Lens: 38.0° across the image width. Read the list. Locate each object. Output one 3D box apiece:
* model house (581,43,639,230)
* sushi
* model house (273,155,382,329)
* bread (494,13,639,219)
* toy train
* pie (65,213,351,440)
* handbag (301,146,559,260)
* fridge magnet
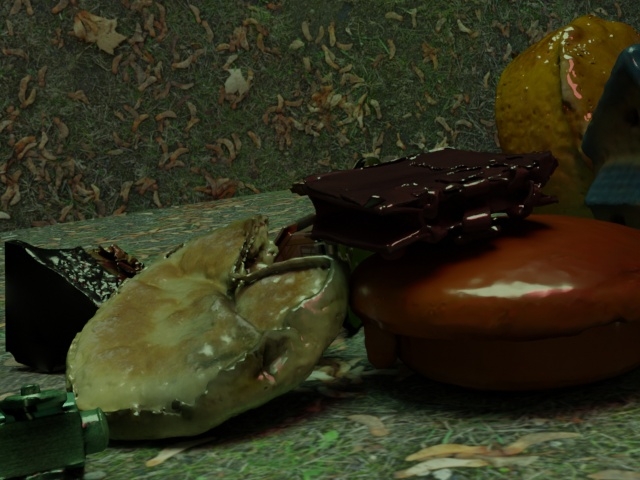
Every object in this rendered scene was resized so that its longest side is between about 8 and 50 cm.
[{"bbox_3d":[0.521,-0.095,1.097,0.334,0.343,0.382,-9,10,-23],"label":"model house"},{"bbox_3d":[-0.284,0.079,1.185,0.172,0.153,0.150,10,12,29],"label":"sushi"},{"bbox_3d":[0.001,0.001,1.293,0.153,0.207,0.294,-6,8,19],"label":"model house"},{"bbox_3d":[0.452,-0.162,1.496,0.215,0.398,0.398,-16,1,40],"label":"bread"},{"bbox_3d":[-0.306,0.179,0.777,0.248,0.101,0.159,-8,-4,-19],"label":"toy train"},{"bbox_3d":[-0.130,0.088,0.977,0.337,0.075,0.338,-20,29,12],"label":"pie"},{"bbox_3d":[0.106,-0.041,0.940,0.203,0.074,0.216,-16,15,-23],"label":"handbag"},{"bbox_3d":[0.208,0.053,0.974,0.363,0.155,0.363,-6,9,1],"label":"fridge magnet"}]
